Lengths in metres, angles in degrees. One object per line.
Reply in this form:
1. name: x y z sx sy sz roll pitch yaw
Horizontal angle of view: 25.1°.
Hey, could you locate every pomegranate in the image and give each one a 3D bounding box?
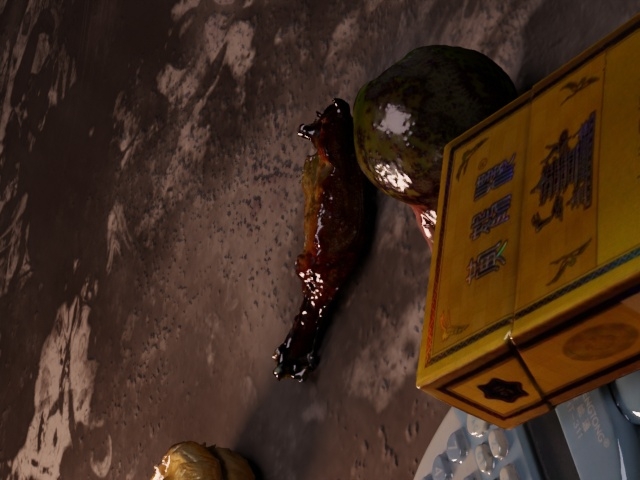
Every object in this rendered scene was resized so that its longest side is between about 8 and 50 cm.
1. pomegranate: 0.081 -0.062 1.054 0.138 0.125 0.163 -82 3 -82

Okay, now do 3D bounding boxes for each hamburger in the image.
1. hamburger: -0.111 0.256 1.312 0.138 0.083 0.147 -64 29 30

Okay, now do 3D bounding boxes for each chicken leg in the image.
1. chicken leg: 0.000 0.000 1.255 0.106 0.051 0.253 178 103 -67

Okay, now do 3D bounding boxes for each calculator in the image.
1. calculator: 0.139 0.156 0.940 0.303 0.042 0.188 -52 35 36

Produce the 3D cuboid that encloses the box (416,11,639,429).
1. box: 0.186 -0.029 0.838 0.301 0.084 0.193 -34 36 46
